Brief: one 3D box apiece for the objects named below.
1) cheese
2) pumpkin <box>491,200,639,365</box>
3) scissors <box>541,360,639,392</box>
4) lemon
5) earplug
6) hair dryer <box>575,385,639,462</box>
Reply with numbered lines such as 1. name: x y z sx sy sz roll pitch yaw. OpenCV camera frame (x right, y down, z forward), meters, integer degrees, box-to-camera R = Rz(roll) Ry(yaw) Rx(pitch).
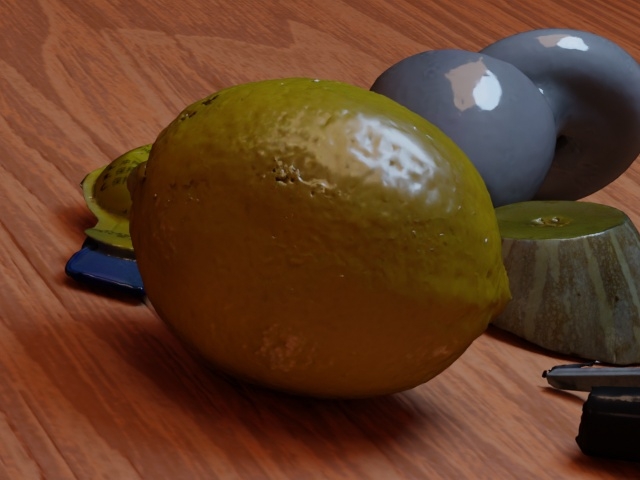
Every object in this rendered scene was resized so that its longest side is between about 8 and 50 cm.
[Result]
1. cheese: -0.136 -0.019 1.639 0.157 0.064 0.250 15 29 12
2. pumpkin: 0.211 0.018 1.685 0.217 0.110 0.217 7 22 -3
3. scissors: 0.342 0.107 1.480 0.360 0.191 0.029 2 33 21
4. lemon: -0.005 -0.001 1.416 0.263 0.236 0.236 -7 16 11
5. earplug: 0.176 -0.092 1.856 0.326 0.214 0.175 -11 56 -42
6. hair dryer: 0.335 0.046 1.325 0.304 0.359 0.120 8 40 11
